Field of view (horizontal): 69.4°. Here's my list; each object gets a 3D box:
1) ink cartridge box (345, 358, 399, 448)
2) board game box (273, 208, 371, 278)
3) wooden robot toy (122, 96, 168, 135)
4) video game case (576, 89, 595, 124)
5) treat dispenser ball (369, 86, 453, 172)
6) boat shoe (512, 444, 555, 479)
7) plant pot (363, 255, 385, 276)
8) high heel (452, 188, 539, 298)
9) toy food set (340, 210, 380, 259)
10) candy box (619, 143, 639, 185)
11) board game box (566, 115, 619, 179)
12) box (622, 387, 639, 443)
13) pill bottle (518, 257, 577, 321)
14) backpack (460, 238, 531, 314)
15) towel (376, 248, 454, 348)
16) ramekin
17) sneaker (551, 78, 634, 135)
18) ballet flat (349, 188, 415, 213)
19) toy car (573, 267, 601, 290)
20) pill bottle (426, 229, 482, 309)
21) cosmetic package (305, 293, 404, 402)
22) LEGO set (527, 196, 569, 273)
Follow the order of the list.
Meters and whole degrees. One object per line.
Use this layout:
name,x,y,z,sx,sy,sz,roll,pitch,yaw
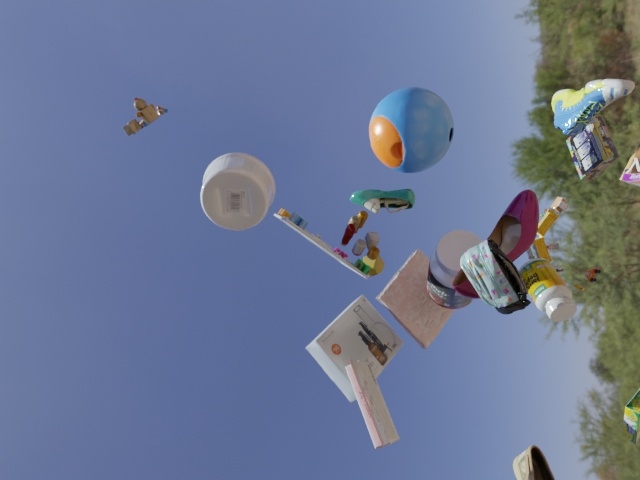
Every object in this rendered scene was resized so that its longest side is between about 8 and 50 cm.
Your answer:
ink cartridge box,0.168,0.573,1.628,0.261,0.066,0.297,37,-152,-62
board game box,0.000,0.000,1.898,0.389,0.390,0.050,35,-92,-14
wooden robot toy,-0.516,-0.366,1.324,0.079,0.076,0.173,58,-138,-23
video game case,0.863,-0.441,1.543,0.011,0.087,0.122,13,-106,-54
treat dispenser ball,0.310,-0.377,1.591,0.288,0.288,0.289,15,-108,-56
boat shoe,0.737,0.849,1.517,0.341,0.121,0.110,-96,20,-54
plant pot,0.248,0.123,2.186,0.081,0.081,0.083,55,-147,-28
high heel,0.538,0.007,1.413,0.181,0.127,0.378,17,-87,-31
toy food set,0.146,-0.003,1.762,0.111,0.105,0.232,4,-134,-22
candy box,0.921,-0.186,1.232,0.053,0.186,0.109,13,-75,-29
board game box,0.929,-0.316,1.586,0.141,0.048,0.171,111,156,-64
box,0.924,0.495,1.339,0.105,0.043,0.179,-36,-56,-22
pill bottle,0.757,0.166,1.542,0.118,0.117,0.209,55,-164,-37
backpack,0.448,0.090,1.193,0.182,0.115,0.152,55,-161,-4
towel,0.447,0.255,2.056,0.317,0.053,0.332,46,-116,-2
ramekin,-0.308,-0.171,1.706,0.135,0.277,0.277,-91,-22,-60
sneaker,0.690,-0.334,1.184,0.240,0.091,0.126,-138,51,-78
ballet flat,0.236,-0.144,1.726,0.083,0.247,0.087,91,175,-59
toy car,0.877,0.120,1.524,0.122,0.040,0.060,-15,-58,-36
pill bottle,0.528,0.117,1.808,0.363,0.210,0.210,72,-153,-60
cosmetic package,0.154,0.440,1.945,0.284,0.097,0.377,48,-137,6
LEGO set,0.824,-0.018,1.710,0.107,0.132,0.287,-71,-17,-89
